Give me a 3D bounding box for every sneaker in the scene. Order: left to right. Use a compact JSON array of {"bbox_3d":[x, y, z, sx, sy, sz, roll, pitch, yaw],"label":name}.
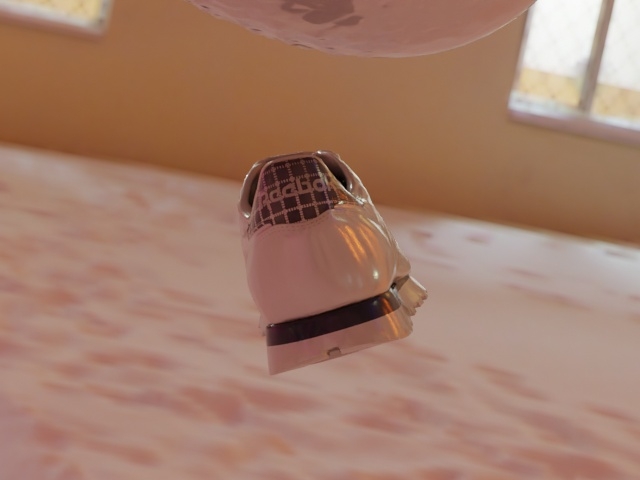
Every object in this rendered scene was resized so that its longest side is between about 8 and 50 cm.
[{"bbox_3d":[0.000,0.000,0.856,0.090,0.095,0.235,-19,4,-3],"label":"sneaker"}]

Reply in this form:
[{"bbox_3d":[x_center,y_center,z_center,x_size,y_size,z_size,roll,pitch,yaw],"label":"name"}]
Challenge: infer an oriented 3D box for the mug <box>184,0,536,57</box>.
[{"bbox_3d":[-0.028,-0.274,0.875,0.328,0.276,0.374,34,24,-44],"label":"mug"}]
